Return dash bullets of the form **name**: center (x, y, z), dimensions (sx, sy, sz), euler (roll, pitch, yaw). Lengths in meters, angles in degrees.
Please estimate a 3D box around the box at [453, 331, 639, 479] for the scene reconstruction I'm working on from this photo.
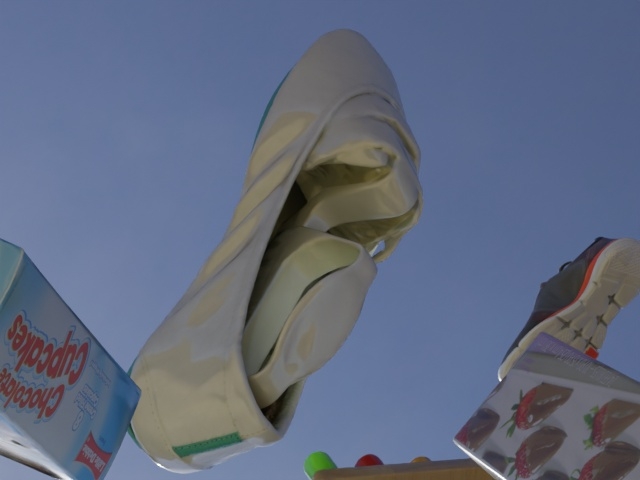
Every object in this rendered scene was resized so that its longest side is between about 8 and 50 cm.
- **box**: center (0.139, 0.105, 0.667), dimensions (0.067, 0.324, 0.063), euler (41, -94, -17)

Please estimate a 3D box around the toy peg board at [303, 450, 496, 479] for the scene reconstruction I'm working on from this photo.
- **toy peg board**: center (0.055, 0.212, 1.303), dimensions (0.161, 0.079, 0.161), euler (-2, -69, -20)

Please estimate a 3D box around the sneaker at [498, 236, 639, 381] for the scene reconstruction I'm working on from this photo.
- **sneaker**: center (0.194, 0.059, 1.512), dimensions (0.158, 0.065, 0.061), euler (-45, -64, -10)

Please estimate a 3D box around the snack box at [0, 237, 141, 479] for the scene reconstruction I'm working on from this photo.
- **snack box**: center (-0.247, 0.006, 0.819), dimensions (0.322, 0.187, 0.060), euler (20, -106, 16)

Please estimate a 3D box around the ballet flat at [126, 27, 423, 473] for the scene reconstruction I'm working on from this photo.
- **ballet flat**: center (0.000, 0.000, 1.345), dimensions (0.139, 0.400, 0.139), euler (18, -36, 14)
